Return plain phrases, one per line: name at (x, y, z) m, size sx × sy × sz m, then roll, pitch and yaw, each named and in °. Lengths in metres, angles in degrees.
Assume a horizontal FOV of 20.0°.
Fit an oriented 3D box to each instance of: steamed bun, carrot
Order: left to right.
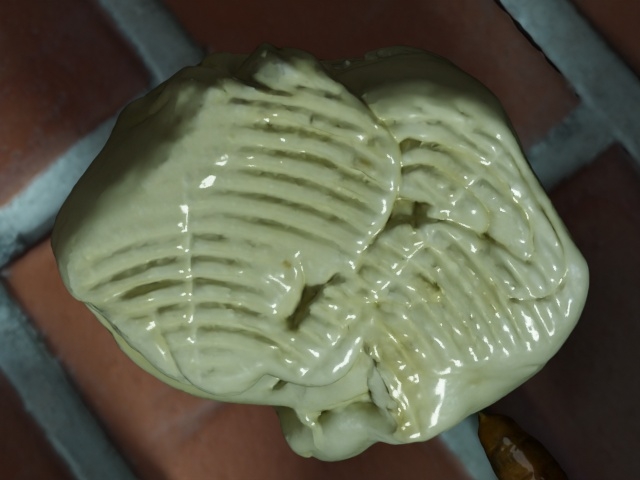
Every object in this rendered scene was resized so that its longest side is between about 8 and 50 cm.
steamed bun at (-0.002, -0.003, 1.165) m, size 0.289 × 0.203 × 0.276 m, roll -29°, pitch 99°, yaw 8°
carrot at (0.167, 0.213, 1.151) m, size 0.059 × 0.059 × 0.248 m, roll -30°, pitch 71°, yaw 6°
